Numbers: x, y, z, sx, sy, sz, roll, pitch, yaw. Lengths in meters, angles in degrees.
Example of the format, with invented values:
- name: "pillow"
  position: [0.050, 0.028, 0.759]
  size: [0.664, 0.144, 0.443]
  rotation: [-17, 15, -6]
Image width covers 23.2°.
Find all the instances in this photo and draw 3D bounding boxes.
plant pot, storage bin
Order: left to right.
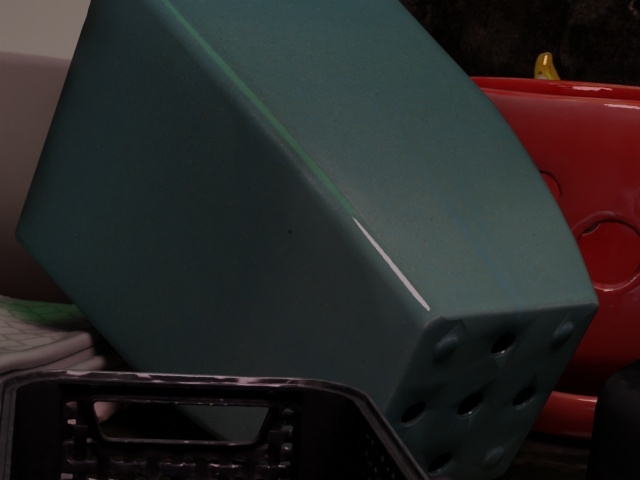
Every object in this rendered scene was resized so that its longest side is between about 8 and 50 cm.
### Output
- name: "storage bin"
  position: [-0.035, 0.101, 0.446]
  size: [0.122, 0.084, 0.180]
  rotation: [3, 9, -10]
- name: "plant pot"
  position: [0.000, 0.000, 0.715]
  size: [0.166, 0.165, 0.234]
  rotation: [-2, 37, -39]
- name: "plant pot"
  position: [0.143, 0.004, 0.820]
  size: [0.191, 0.174, 0.191]
  rotation: [4, 11, -1]

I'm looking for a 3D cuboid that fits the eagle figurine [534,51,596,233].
- name: "eagle figurine"
  position: [0.158, -0.014, 1.044]
  size: [0.298, 0.225, 0.226]
  rotation: [-22, -42, 15]

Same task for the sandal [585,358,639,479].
- name: "sandal"
  position: [0.211, 0.087, 0.524]
  size: [0.167, 0.107, 0.446]
  rotation: [10, 6, 37]

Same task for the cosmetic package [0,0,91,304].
- name: "cosmetic package"
  position: [-0.207, -0.077, 0.967]
  size: [0.365, 0.197, 0.155]
  rotation: [10, 39, 26]

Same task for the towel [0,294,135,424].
- name: "towel"
  position: [-0.268, 0.052, 0.716]
  size: [0.317, 0.053, 0.332]
  rotation: [8, 9, 18]

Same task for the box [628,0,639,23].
- name: "box"
  position: [0.300, 0.035, 0.409]
  size: [0.395, 0.097, 0.318]
  rotation: [46, 25, 21]

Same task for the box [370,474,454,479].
- name: "box"
  position: [0.038, 0.113, 0.596]
  size: [0.067, 0.018, 0.083]
  rotation: [0, 11, -22]
